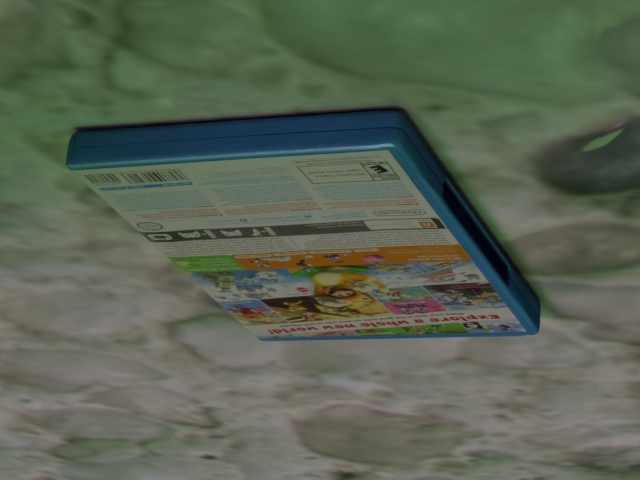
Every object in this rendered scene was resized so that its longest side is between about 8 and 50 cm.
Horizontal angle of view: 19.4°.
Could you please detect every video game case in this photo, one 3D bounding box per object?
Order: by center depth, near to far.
[{"bbox_3d":[0.000,0.000,0.670,0.119,0.015,0.166,-3,155,22],"label":"video game case"}]
